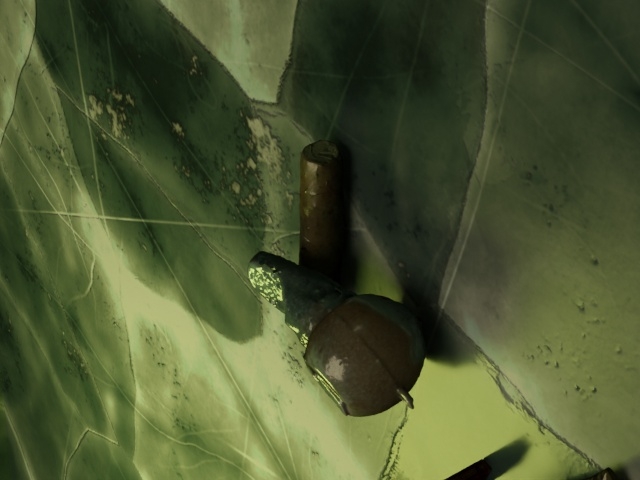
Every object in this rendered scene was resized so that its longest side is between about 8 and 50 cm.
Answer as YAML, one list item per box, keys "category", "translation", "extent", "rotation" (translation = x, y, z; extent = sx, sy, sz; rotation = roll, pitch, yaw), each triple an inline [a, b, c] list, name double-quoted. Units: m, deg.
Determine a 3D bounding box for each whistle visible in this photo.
- category: "whistle"
  translation: [0.028, 0.120, 1.937]
  extent: [0.348, 0.189, 0.189]
  rotation: [42, 140, 30]

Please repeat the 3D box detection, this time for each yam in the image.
- category: "yam"
  translation: [0.000, 0.000, 2.003]
  extent: [0.067, 0.071, 0.317]
  rotation: [-100, 9, -56]

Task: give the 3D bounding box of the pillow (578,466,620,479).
- category: "pillow"
  translation: [0.345, 0.365, 1.746]
  extent: [0.113, 0.038, 0.203]
  rotation: [60, 148, 6]

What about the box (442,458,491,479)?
- category: "box"
  translation: [0.200, 0.348, 1.908]
  extent: [0.023, 0.082, 0.051]
  rotation: [51, 144, 27]
